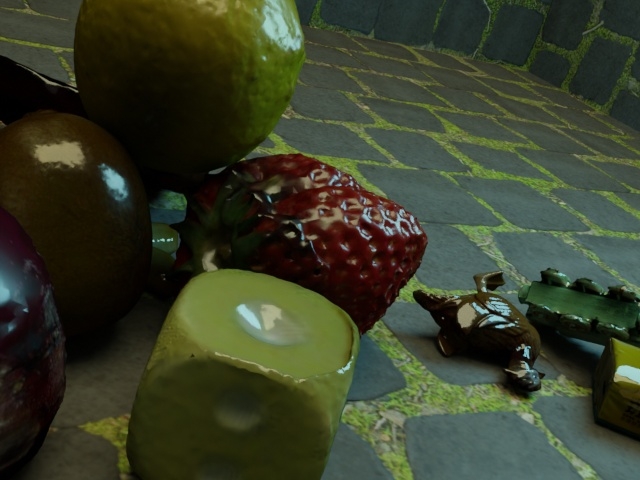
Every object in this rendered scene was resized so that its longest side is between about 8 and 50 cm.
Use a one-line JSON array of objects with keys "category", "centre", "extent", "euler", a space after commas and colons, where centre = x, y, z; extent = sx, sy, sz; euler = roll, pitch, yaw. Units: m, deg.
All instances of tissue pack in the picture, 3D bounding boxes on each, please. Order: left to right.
[{"category": "tissue pack", "centre": [0.442, 0.204, 1.059], "extent": [0.169, 0.082, 0.120], "euler": [21, 25, 7]}]

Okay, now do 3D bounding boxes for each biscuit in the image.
[{"category": "biscuit", "centre": [-0.350, -0.172, 1.182], "extent": [0.407, 0.091, 0.407], "euler": [24, 3, -1]}, {"category": "biscuit", "centre": [-0.281, 0.004, 1.038], "extent": [0.208, 0.047, 0.164], "euler": [11, 26, -16]}]

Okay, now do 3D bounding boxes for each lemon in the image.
[{"category": "lemon", "centre": [-0.148, -0.206, 0.921], "extent": [0.260, 0.284, 0.260], "euler": [0, 65, -1]}]

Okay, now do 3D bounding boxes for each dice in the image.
[{"category": "dice", "centre": [-0.066, 0.138, 0.744], "extent": [0.169, 0.169, 0.166], "euler": [19, 25, 1]}]

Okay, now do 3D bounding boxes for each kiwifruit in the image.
[{"category": "kiwifruit", "centre": [-0.272, -0.019, 0.856], "extent": [0.196, 0.234, 0.196], "euler": [-4, 6, 0]}]

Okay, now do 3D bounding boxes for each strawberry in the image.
[{"category": "strawberry", "centre": [-0.015, 0.026, 0.956], "extent": [0.288, 0.238, 0.250], "euler": [1, 32, -49]}]

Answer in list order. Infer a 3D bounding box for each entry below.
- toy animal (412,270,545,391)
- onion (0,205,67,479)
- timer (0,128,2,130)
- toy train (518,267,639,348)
[{"category": "toy animal", "centre": [0.211, 0.121, 1.092], "extent": [0.188, 0.089, 0.179], "euler": [15, 36, -16]}, {"category": "onion", "centre": [-0.363, 0.048, 0.642], "extent": [0.337, 0.260, 0.282], "euler": [11, 20, -13]}, {"category": "timer", "centre": [-0.436, -0.109, 1.111], "extent": [0.208, 0.069, 0.191], "euler": [5, 14, -32]}, {"category": "toy train", "centre": [0.384, 0.108, 1.182], "extent": [0.194, 0.081, 0.125], "euler": [13, -23, 39]}]
